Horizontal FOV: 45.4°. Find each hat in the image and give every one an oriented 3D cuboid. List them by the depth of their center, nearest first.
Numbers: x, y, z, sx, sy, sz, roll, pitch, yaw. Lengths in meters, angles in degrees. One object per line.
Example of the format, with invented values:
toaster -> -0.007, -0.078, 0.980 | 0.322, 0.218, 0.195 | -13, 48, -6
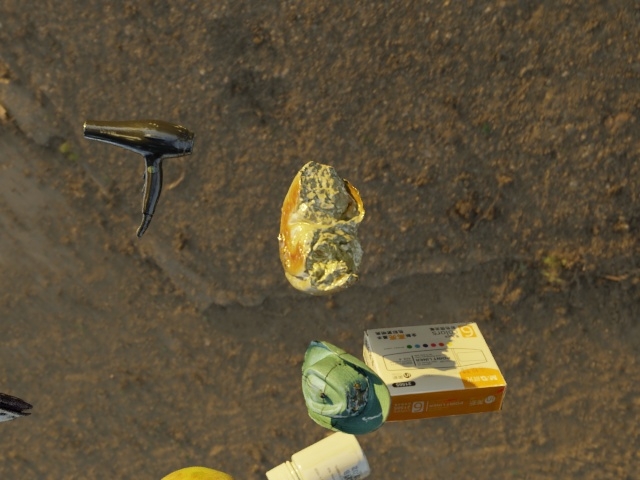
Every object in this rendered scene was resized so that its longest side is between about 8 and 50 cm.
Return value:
hat -> 0.018, 0.240, 1.235 | 0.191, 0.078, 0.138 | 16, 105, 40

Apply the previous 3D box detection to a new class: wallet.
wallet -> -0.509, 0.233, 1.087 | 0.111, 0.030, 0.166 | -15, 151, 18

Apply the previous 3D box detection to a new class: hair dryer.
hair dryer -> -0.334, -0.113, 1.390 | 0.196, 0.075, 0.219 | 6, 94, -8

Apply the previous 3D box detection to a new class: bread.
bread -> -0.001, 0.005, 1.691 | 0.171, 0.314, 0.192 | 9, 142, -24

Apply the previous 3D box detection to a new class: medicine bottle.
medicine bottle -> -0.007, 0.609, 2.014 | 0.144, 0.252, 0.144 | 60, 164, 29

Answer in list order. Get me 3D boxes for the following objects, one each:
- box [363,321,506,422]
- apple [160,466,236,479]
box -> 0.246, 0.284, 1.689 | 0.274, 0.220, 0.091 | -4, 125, -11
apple -> -0.211, 0.478, 1.291 | 0.196, 0.196, 0.196 | 16, 134, 17
